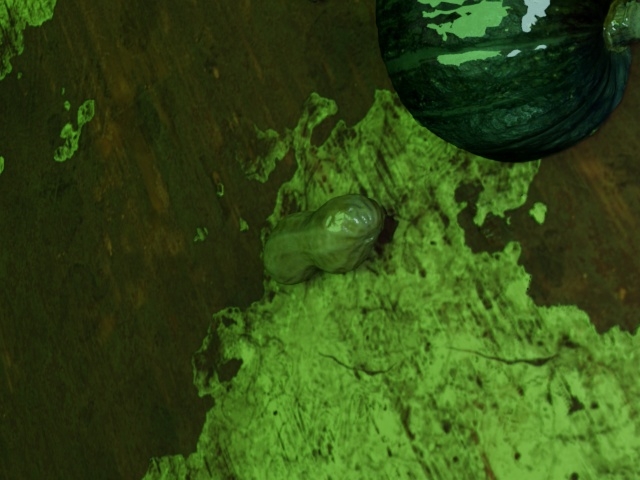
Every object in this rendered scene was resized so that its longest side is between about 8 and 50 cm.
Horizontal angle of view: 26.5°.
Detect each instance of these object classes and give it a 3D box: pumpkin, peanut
[{"bbox_3d":[0.177,-0.235,1.379,0.263,0.197,0.293,3,87,44],"label":"pumpkin"},{"bbox_3d":[0.000,0.002,1.604,0.193,0.089,0.089,-21,68,47],"label":"peanut"}]

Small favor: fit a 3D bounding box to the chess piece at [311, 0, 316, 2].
[{"bbox_3d":[0.018,-0.381,1.680,0.172,0.060,0.060,-54,49,22],"label":"chess piece"}]
